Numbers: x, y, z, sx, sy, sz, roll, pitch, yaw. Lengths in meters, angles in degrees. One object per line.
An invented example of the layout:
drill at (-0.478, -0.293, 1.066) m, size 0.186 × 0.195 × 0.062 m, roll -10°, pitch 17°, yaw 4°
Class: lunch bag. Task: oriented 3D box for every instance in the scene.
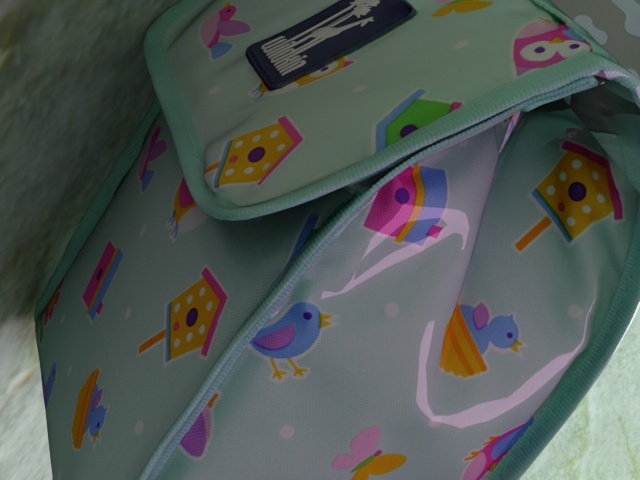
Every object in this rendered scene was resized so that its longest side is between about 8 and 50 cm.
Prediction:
lunch bag at (0.000, 0.000, 0.498) m, size 0.262 × 0.160 × 0.223 m, roll -59°, pitch -154°, yaw 17°

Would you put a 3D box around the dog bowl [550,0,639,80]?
dog bowl at (0.092, -0.036, 0.730) m, size 0.349 × 0.102 × 0.349 m, roll -63°, pitch -173°, yaw 13°
